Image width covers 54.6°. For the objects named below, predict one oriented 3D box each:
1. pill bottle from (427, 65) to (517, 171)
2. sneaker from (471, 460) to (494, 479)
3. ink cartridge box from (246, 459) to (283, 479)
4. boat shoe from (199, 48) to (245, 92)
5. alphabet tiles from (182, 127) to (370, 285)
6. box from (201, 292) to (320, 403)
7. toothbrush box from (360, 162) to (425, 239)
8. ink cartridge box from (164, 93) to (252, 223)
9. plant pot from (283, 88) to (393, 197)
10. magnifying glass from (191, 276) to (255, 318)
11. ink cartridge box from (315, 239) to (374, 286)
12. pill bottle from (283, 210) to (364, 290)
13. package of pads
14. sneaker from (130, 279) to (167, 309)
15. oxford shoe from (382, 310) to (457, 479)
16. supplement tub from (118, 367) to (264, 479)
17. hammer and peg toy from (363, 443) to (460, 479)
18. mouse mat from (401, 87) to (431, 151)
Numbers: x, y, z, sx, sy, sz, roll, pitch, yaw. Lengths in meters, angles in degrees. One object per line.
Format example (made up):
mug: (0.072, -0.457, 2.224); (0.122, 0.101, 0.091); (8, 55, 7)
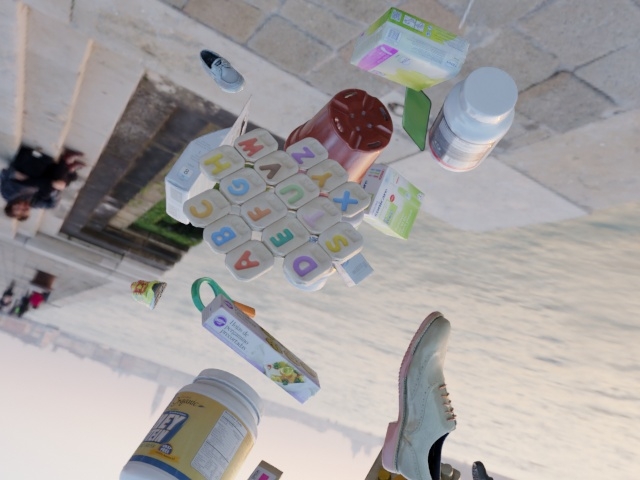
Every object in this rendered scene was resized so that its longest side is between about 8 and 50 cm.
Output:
pill bottle: (0.391, -0.309, 1.595); (0.176, 0.177, 0.318); (18, 166, 2)
sneaker: (0.399, 0.572, 1.389); (0.089, 0.170, 0.051); (-10, 174, -8)
ink cartridge box: (-0.223, 0.832, 1.920); (0.088, 0.193, 0.234); (27, -149, 15)
boat shoe: (-0.336, -0.570, 2.071); (0.227, 0.079, 0.081); (42, 170, 34)
alphabet tiles: (-0.064, -0.062, 1.000); (0.284, 0.277, 0.021); (49, 151, 18)
box: (-0.128, 0.247, 1.388); (0.324, 0.063, 0.067); (44, -171, -23)
toothbrush box: (0.263, -0.152, 2.445); (0.122, 0.206, 0.283); (17, 171, 45)
ink cartridge box: (-0.356, -0.267, 1.967); (0.091, 0.385, 0.308); (29, 159, -2)
plant pot: (0.065, -0.289, 1.814); (0.272, 0.273, 0.265); (23, 153, -16)
magnifying glass: (-0.234, 0.153, 1.519); (0.026, 0.092, 0.231); (-19, 152, 23)
ink cartridge box: (0.070, 0.049, 1.849); (0.175, 0.072, 0.127); (53, 169, 2)
pill bottle: (0.000, 0.000, 2.220); (0.204, 0.204, 0.361); (20, 129, -7)
package of pads: (0.226, -0.482, 1.606); (0.229, 0.101, 0.296); (18, -179, -13)
sneaker: (-0.515, 0.152, 1.822); (0.094, 0.082, 0.208); (31, 155, -12)
oxford shoe: (0.259, 0.362, 1.417); (0.146, 0.398, 0.140); (16, -169, 38)
supplement tub: (-0.181, 0.304, 0.913); (0.144, 0.200, 0.144); (16, 134, 17)
hammer and peg toy: (0.299, 0.766, 1.827); (0.361, 0.266, 0.128); (19, 141, 28)
mouse mat: (0.291, -0.384, 1.889); (0.007, 0.153, 0.190); (-16, 139, -14)
